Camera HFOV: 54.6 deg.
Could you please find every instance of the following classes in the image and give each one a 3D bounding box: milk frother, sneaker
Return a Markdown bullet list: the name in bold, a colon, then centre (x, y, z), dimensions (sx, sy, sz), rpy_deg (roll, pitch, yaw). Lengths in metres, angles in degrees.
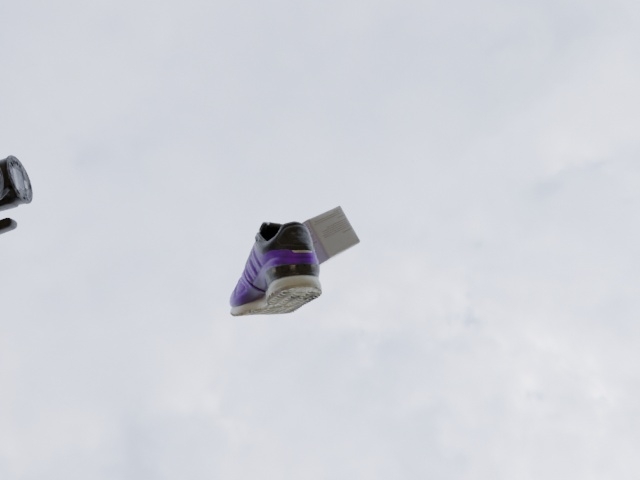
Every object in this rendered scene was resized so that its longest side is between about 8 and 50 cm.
- **milk frother**: centre (-0.550, -0.080, 0.974), dimensions (0.135, 0.143, 0.129), rpy_deg (-17, -123, -4)
- **sneaker**: centre (-0.080, 0.045, 1.054), dimensions (0.102, 0.293, 0.146), rpy_deg (1, -106, -27)

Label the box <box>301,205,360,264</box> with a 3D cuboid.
- **box**: centre (0.000, 0.000, 1.217), dimensions (0.102, 0.101, 0.087), rpy_deg (-34, -96, 46)
